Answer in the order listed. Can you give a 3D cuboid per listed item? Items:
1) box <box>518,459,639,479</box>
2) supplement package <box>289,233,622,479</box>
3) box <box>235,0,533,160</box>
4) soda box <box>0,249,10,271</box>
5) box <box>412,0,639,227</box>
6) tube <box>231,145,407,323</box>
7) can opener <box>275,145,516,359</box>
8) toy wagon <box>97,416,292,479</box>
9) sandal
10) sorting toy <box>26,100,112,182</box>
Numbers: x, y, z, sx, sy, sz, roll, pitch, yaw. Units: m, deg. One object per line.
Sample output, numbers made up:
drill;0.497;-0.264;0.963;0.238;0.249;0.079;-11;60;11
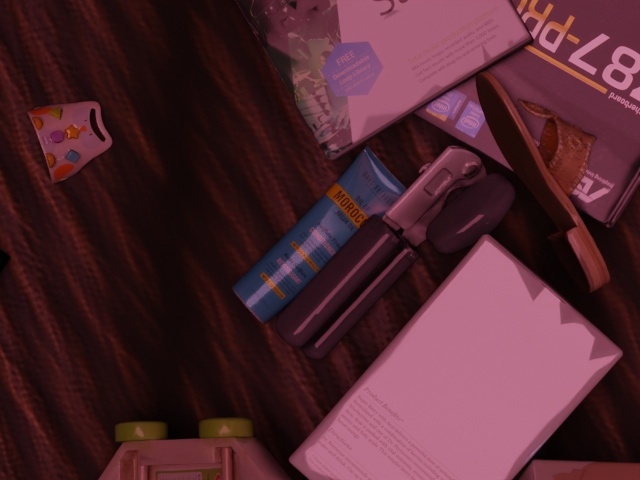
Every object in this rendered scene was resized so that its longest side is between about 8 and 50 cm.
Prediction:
box;0.342;0.300;1.548;0.311;0.121;0.148;2;60;-8
supplement package;0.138;0.158;1.602;0.177;0.175;0.293;42;95;7
box;0.029;-0.273;1.580;0.232;0.058;0.322;-31;85;10
soda box;-0.420;-0.008;1.727;0.169;0.053;0.060;36;94;5
box;0.205;-0.246;1.629;0.395;0.097;0.318;32;99;6
tube;0.000;0.000;1.685;0.207;0.052;0.080;-43;101;0
can opener;0.072;0.016;1.648;0.280;0.074;0.093;-43;45;9
toy wagon;-0.101;0.310;1.601;0.344;0.068;0.267;-8;80;37
sandal;0.237;-0.072;1.560;0.079;0.088;0.240;-29;96;-9
sorting toy;-0.265;-0.114;1.720;0.075;0.045;0.083;-20;88;-13
